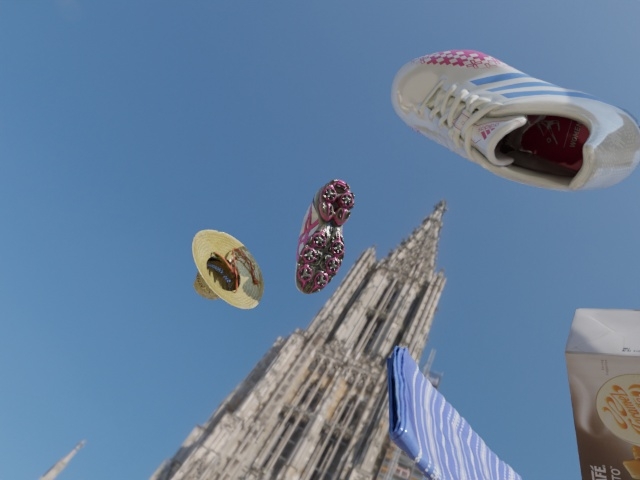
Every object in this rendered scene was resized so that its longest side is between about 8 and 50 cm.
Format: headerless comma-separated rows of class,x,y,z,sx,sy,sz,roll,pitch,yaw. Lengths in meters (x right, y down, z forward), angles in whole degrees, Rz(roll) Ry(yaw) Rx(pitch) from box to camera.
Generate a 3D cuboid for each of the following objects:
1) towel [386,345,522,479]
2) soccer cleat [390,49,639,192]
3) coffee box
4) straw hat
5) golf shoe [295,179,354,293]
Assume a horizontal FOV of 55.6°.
towel,0.216,0.326,0.902,0.040,0.243,0.336,-40,-81,16
soccer cleat,0.188,-0.143,0.689,0.331,0.143,0.116,28,-55,38
coffee box,0.379,0.210,0.713,0.141,0.098,0.247,-1,-64,31
straw hat,-0.151,0.056,0.891,0.061,0.144,0.144,-36,-82,24
golf shoe,0.000,0.000,0.947,0.067,0.186,0.086,24,-21,-17
